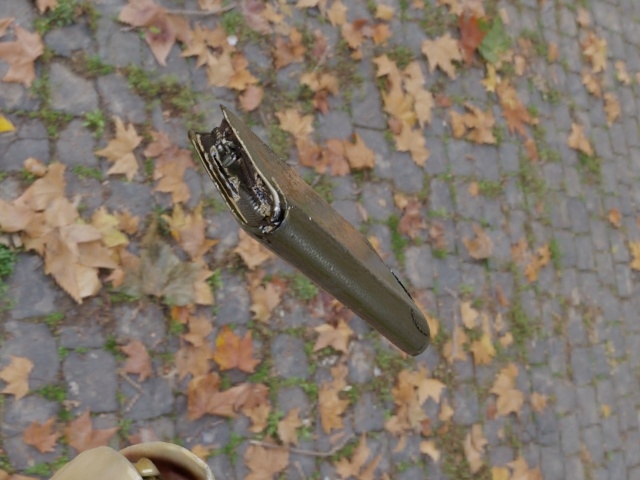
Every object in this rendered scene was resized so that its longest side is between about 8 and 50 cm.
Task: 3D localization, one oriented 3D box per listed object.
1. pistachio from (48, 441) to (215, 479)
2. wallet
[{"bbox_3d":[-0.165,0.242,0.661,0.157,0.229,0.157,30,28,-18],"label":"pistachio"},{"bbox_3d":[0.000,0.000,0.540,0.198,0.031,0.110,40,12,-50],"label":"wallet"}]
